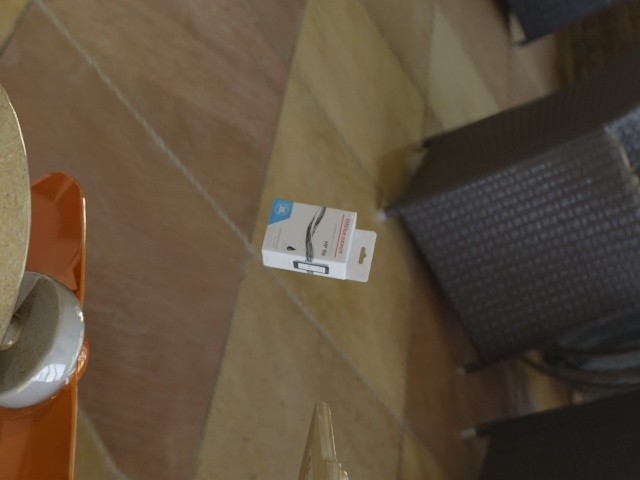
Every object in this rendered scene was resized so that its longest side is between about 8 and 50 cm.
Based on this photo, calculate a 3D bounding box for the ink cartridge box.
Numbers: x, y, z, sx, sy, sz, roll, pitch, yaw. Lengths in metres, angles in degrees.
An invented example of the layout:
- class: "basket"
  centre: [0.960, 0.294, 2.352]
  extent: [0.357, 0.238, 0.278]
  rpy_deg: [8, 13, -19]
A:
- class: "ink cartridge box"
  centre: [0.000, 0.000, 0.830]
  extent: [0.028, 0.083, 0.048]
  rpy_deg: [91, 10, -62]

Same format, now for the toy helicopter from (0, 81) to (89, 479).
- class: "toy helicopter"
  centre: [-0.182, 0.087, 0.429]
  extent: [0.235, 0.140, 0.355]
  rpy_deg: [-5, 102, -58]

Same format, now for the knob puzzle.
- class: "knob puzzle"
  centre: [-0.001, 0.227, 0.692]
  extent: [0.213, 0.030, 0.213]
  rpy_deg: [-170, -90, -83]
